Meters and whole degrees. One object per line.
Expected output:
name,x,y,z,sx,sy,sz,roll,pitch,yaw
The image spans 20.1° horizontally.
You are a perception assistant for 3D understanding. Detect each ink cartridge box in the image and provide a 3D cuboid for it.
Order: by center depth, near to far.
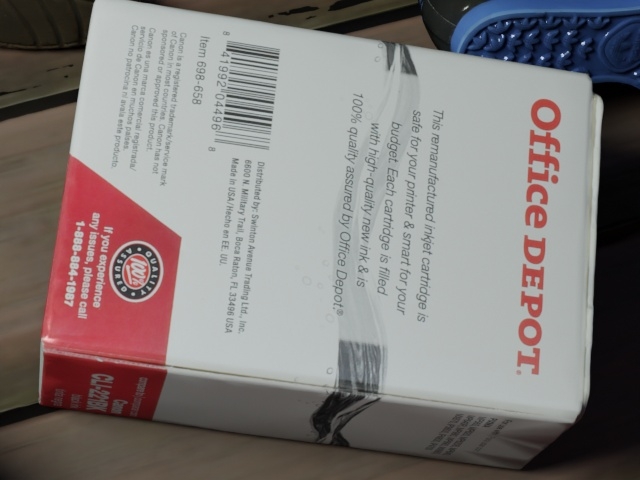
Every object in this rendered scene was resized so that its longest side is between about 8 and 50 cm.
ink cartridge box,0.000,0.000,0.958,0.273,0.114,0.197,8,68,-6

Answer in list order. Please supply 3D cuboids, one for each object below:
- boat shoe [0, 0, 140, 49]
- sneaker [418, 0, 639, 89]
boat shoe,-0.195,-0.154,1.009,0.190,0.068,0.072,4,58,-8
sneaker,0.167,-0.132,1.054,0.232,0.081,0.090,2,38,-25
